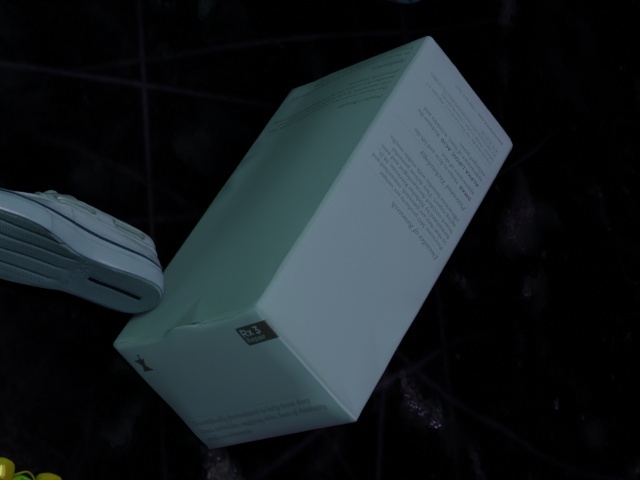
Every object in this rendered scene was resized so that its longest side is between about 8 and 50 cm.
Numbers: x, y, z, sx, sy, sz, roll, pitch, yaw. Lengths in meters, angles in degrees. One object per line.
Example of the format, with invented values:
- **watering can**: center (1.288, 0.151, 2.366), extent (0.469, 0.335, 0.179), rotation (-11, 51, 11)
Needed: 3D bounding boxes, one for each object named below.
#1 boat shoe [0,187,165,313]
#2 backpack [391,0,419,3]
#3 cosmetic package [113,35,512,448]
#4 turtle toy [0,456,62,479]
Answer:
- **boat shoe**: center (-0.238, -0.004, 1.535), extent (0.226, 0.083, 0.076), rotation (30, 35, -38)
- **backpack**: center (0.039, -0.371, 1.786), extent (0.253, 0.191, 0.225), rotation (12, 68, -10)
- **cosmetic package**: center (0.000, 0.000, 1.650), extent (0.156, 0.217, 0.385), rotation (48, 53, -22)
- **turtle toy**: center (-0.275, 0.229, 1.430), extent (0.130, 0.066, 0.095), rotation (26, 62, -35)
